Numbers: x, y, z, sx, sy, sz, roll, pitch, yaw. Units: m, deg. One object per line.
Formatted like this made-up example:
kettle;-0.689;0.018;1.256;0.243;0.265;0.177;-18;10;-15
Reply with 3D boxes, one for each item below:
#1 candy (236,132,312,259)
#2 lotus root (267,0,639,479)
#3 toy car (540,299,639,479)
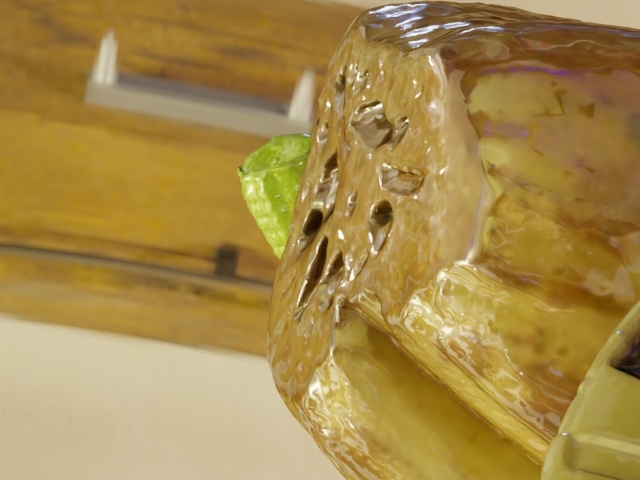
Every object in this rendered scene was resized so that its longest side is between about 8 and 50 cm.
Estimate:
candy;0.000;0.000;1.825;0.097;0.209;0.096;-25;-163;8
lotus root;0.103;0.032;0.878;0.250;0.316;0.316;22;-140;-13
toy car;0.131;0.135;0.650;0.101;0.256;0.124;15;-130;20
